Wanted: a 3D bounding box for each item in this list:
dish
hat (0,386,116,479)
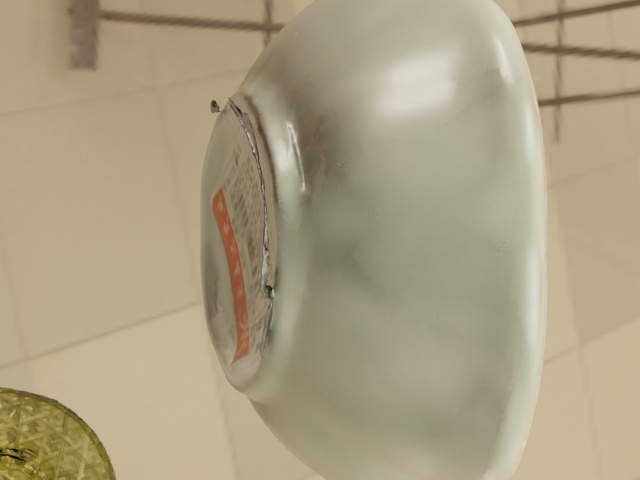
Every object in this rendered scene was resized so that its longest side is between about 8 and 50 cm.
[{"bbox_3d":[0.000,0.000,0.546,0.081,0.229,0.229,-2,88,-19],"label":"dish"},{"bbox_3d":[-0.202,0.165,0.931,0.146,0.067,0.146,2,84,-16],"label":"hat"}]
